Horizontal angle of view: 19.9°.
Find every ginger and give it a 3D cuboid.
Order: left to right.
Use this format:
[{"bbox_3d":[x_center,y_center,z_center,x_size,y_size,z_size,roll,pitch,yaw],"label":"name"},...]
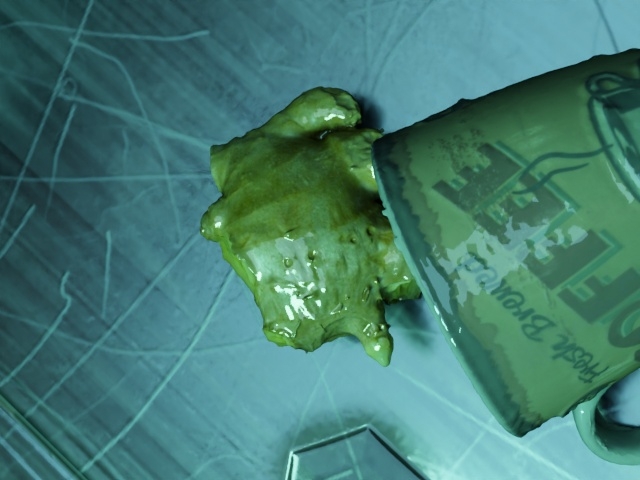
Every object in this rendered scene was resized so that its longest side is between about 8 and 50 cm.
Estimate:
[{"bbox_3d":[0.000,0.000,1.353,0.157,0.102,0.216,-25,77,-10],"label":"ginger"}]

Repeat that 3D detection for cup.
[{"bbox_3d":[0.212,0.013,1.243,0.257,0.227,0.301,-25,111,12],"label":"cup"}]
